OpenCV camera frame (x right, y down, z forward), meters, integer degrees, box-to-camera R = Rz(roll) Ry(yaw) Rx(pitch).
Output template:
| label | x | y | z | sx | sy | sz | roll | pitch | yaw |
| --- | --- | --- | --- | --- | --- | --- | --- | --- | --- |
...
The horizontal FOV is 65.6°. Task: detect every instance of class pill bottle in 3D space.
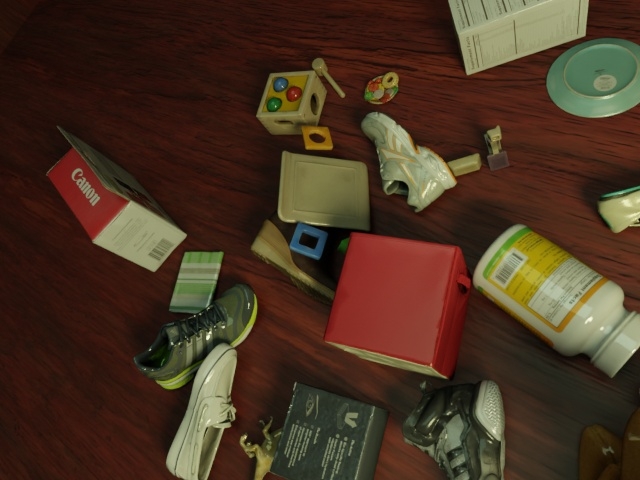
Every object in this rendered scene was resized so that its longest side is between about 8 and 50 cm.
| label | x | y | z | sx | sy | sz | roll | pitch | yaw |
| --- | --- | --- | --- | --- | --- | --- | --- | --- | --- |
| pill bottle | 0.378 | 0.094 | 0.785 | 0.136 | 0.136 | 0.245 | -47 | 58 | -1 |

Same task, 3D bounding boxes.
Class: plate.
| label | x | y | z | sx | sy | sz | roll | pitch | yaw |
| --- | --- | --- | --- | --- | --- | --- | --- | --- | --- |
| plate | 0.541 | -0.323 | 0.963 | 0.188 | 0.024 | 0.188 | -10 | 64 | 20 |

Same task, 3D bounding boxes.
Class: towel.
| label | x | y | z | sx | sy | sz | roll | pitch | yaw |
| --- | --- | --- | --- | --- | --- | --- | --- | --- | --- |
| towel | -0.287 | 0.099 | 1.163 | 0.113 | 0.023 | 0.152 | 1 | 66 | 23 |

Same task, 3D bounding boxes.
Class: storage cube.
| label | x | y | z | sx | sy | sz | roll | pitch | yaw |
| --- | --- | --- | --- | --- | --- | --- | --- | --- | --- |
| storage cube | 0.140 | 0.116 | 0.859 | 0.214 | 0.183 | 0.193 | 8 | 73 | 27 |

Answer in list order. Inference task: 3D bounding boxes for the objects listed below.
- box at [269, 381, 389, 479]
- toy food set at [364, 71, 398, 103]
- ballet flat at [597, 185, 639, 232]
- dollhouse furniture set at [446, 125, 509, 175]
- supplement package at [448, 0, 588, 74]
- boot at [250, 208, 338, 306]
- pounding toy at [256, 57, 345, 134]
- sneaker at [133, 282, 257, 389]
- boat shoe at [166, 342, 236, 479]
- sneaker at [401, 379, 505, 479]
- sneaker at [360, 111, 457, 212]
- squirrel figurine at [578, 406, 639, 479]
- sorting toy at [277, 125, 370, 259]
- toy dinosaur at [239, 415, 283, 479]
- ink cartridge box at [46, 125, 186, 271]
| label | x | y | z | sx | sy | sz | roll | pitch | yaw |
| --- | --- | --- | --- | --- | --- | --- | --- | --- | --- |
| box | 0.018 | 0.348 | 0.864 | 0.158 | 0.093 | 0.156 | 8 | 71 | 29 |
| toy food set | 0.143 | -0.354 | 1.163 | 0.083 | 0.020 | 0.083 | -1 | 68 | 24 |
| ballet flat | 0.588 | -0.075 | 0.808 | 0.248 | 0.086 | 0.086 | -20 | 61 | 18 |
| dollhouse furniture set | 0.303 | -0.189 | 0.988 | 0.114 | 0.091 | 0.081 | -15 | 47 | 21 |
| supplement package | 0.401 | -0.472 | 1.026 | 0.243 | 0.139 | 0.134 | -14 | 64 | 18 |
| boot | 0.000 | 0.000 | 1.034 | 0.248 | 0.090 | 0.207 | 34 | 71 | 17 |
| pounding toy | -0.038 | -0.371 | 1.210 | 0.180 | 0.094 | 0.206 | 6 | 71 | 27 |
| sneaker | -0.258 | 0.198 | 1.041 | 0.300 | 0.121 | 0.111 | -43 | 58 | 2 |
| boat shoe | -0.212 | 0.340 | 0.975 | 0.088 | 0.096 | 0.268 | 17 | 77 | 26 |
| sneaker | 0.205 | 0.351 | 0.776 | 0.153 | 0.101 | 0.269 | -2 | 61 | 25 |
| sneaker | 0.152 | -0.165 | 1.033 | 0.121 | 0.099 | 0.262 | -45 | 56 | 6 |
| squirrel figurine | 0.407 | 0.374 | 0.508 | 0.280 | 0.370 | 0.397 | 12 | 73 | 28 |
| sorting toy | 0.008 | -0.099 | 1.044 | 0.195 | 0.047 | 0.348 | 8 | 56 | -11 |
| toy dinosaur | -0.107 | 0.398 | 0.923 | 0.092 | 0.053 | 0.183 | 25 | 80 | 30 |
| ink cartridge box | -0.521 | -0.101 | 1.208 | 0.130 | 0.272 | 0.309 | -48 | 57 | -2 |
